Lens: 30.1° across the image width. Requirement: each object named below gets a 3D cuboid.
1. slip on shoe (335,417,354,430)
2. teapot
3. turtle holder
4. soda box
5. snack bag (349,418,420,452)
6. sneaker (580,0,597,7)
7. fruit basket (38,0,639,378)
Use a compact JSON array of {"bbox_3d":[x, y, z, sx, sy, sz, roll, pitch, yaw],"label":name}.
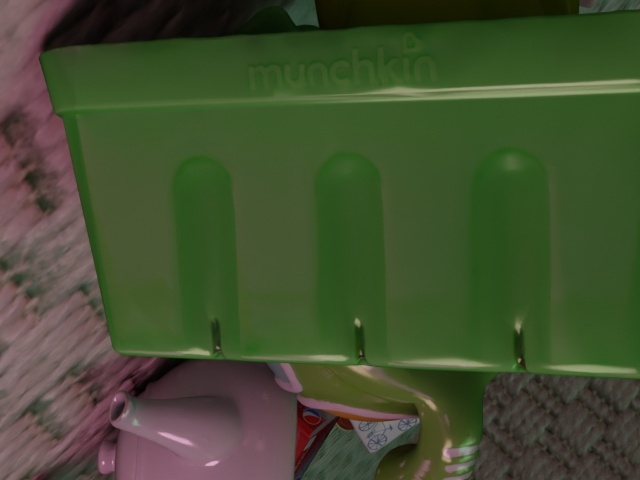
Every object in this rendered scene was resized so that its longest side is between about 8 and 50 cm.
[{"bbox_3d":[0.089,0.239,1.931,0.123,0.101,0.331,-42,165,-29],"label":"slip on shoe"},{"bbox_3d":[-0.123,0.220,1.164,0.252,0.187,0.256,-96,-170,-72],"label":"teapot"},{"bbox_3d":[0.061,0.057,1.021,0.243,0.320,0.227,-41,177,-33],"label":"turtle holder"},{"bbox_3d":[-0.067,0.300,1.667,0.083,0.092,0.263,-33,158,-45],"label":"soda box"},{"bbox_3d":[0.162,0.124,1.637,0.342,0.037,0.323,-33,139,-7],"label":"snack bag"},{"bbox_3d":[0.282,-0.332,1.082,0.169,0.108,0.292,-50,174,-1],"label":"sneaker"},{"bbox_3d":[0.060,-0.109,0.689,0.392,0.392,0.283,-51,161,10],"label":"fruit basket"}]
